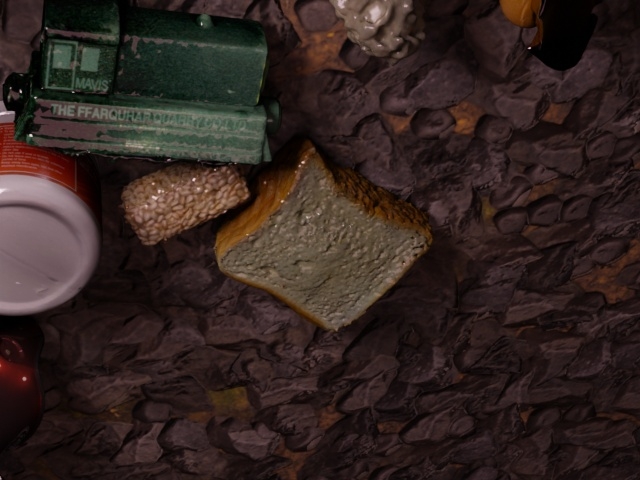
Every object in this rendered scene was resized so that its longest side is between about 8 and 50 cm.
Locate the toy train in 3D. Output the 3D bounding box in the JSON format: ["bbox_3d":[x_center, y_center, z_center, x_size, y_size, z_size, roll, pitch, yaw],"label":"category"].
[{"bbox_3d":[-0.198,-0.187,1.367,0.330,0.138,0.178,3,124,-15],"label":"toy train"}]

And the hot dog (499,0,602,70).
[{"bbox_3d":[0.277,-0.368,1.333,0.194,0.107,0.326,1,115,-55],"label":"hot dog"}]

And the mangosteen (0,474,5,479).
[{"bbox_3d":[-0.605,0.368,1.663,0.288,0.288,0.288,-6,130,-7],"label":"mangosteen"}]

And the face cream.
[{"bbox_3d":[-0.365,-0.038,1.416,0.201,0.187,0.201,-6,130,-7],"label":"face cream"}]

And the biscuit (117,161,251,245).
[{"bbox_3d":[-0.173,-0.060,1.517,0.168,0.070,0.082,-24,134,5],"label":"biscuit"}]

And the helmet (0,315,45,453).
[{"bbox_3d":[-0.476,0.193,1.599,0.189,0.193,0.216,-44,82,22],"label":"helmet"}]

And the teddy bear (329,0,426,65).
[{"bbox_3d":[0.093,-0.403,1.205,0.367,0.224,0.357,-35,147,15],"label":"teddy bear"}]

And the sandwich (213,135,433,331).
[{"bbox_3d":[0.000,0.001,1.593,0.251,0.087,0.226,32,118,-31],"label":"sandwich"}]
